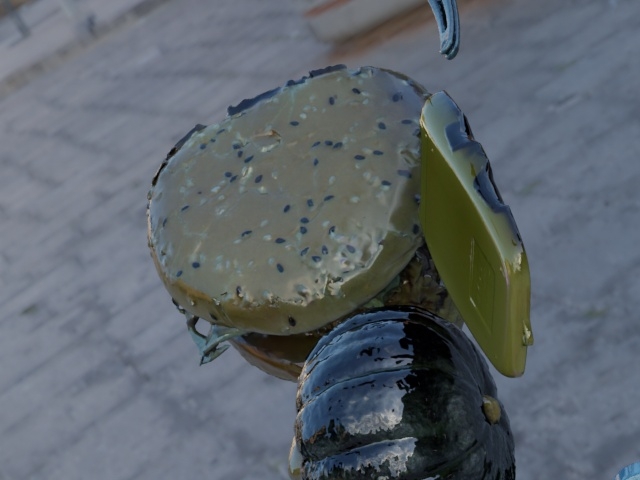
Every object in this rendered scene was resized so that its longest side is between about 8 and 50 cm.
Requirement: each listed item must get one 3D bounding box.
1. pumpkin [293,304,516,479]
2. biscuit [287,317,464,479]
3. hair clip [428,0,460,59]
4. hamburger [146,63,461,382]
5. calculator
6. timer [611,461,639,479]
[{"bbox_3d":[0.069,0.160,1.250,0.162,0.220,0.220,-21,17,15],"label":"pumpkin"},{"bbox_3d":[0.071,0.142,1.793,0.237,0.062,0.290,-27,32,46],"label":"biscuit"},{"bbox_3d":[0.118,-0.264,1.616,0.039,0.070,0.229,-51,39,30],"label":"hair clip"},{"bbox_3d":[0.000,0.000,1.515,0.318,0.195,0.276,-24,47,9],"label":"hamburger"},{"bbox_3d":[0.116,-0.001,1.185,0.033,0.157,0.236,-11,41,-11],"label":"calculator"},{"bbox_3d":[0.385,0.316,1.393,0.232,0.249,0.091,-9,10,14],"label":"timer"}]
